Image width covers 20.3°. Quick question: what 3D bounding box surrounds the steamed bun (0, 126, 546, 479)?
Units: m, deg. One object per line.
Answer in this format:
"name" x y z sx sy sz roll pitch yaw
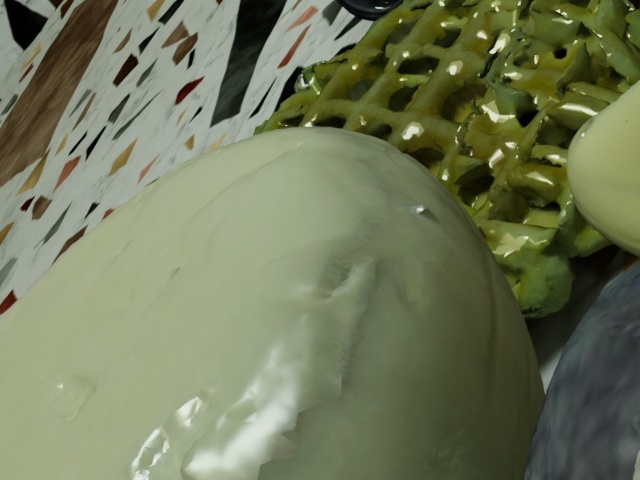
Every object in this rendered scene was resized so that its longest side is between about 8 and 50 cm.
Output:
"steamed bun" -0.029 0.122 0.777 0.334 0.233 0.312 -26 31 35

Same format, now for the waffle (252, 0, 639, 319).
"waffle" 0.056 -0.042 0.992 0.297 0.073 0.317 -31 33 26

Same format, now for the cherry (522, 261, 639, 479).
"cherry" 0.150 0.074 0.543 0.195 0.195 0.195 -44 23 24

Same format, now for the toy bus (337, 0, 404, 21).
"toy bus" 0.020 -0.325 1.094 0.233 0.427 0.203 -32 30 39

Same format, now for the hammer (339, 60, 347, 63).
"hammer" 0.038 -0.096 1.265 0.078 0.021 0.201 -49 22 13

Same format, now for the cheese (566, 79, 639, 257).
"cheese" 0.205 -0.018 0.737 0.127 0.050 0.255 -40 30 -5
